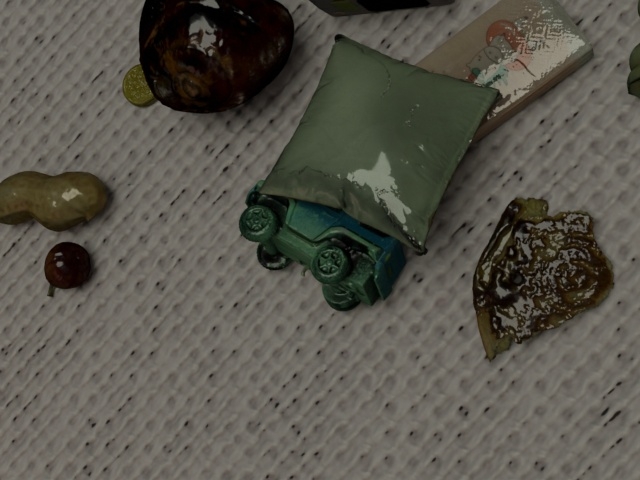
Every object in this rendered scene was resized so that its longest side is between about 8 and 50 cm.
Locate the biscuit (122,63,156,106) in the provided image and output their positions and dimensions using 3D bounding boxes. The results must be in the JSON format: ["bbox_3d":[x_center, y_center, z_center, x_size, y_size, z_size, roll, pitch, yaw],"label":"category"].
[{"bbox_3d":[-0.339,-0.296,2.048,0.084,0.023,0.083,-4,79,20],"label":"biscuit"}]

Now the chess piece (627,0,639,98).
[{"bbox_3d":[0.547,-0.348,1.671,0.133,0.133,0.243,0,76,21],"label":"chess piece"}]

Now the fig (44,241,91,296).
[{"bbox_3d":[-0.489,0.059,2.023,0.125,0.089,0.088,-36,69,36],"label":"fig"}]

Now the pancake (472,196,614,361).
[{"bbox_3d":[0.331,0.045,1.718,0.257,0.056,0.212,-31,78,6],"label":"pancake"}]

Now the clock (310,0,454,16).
[{"bbox_3d":[0.109,-0.559,1.851,0.235,0.166,0.309,-1,88,21],"label":"clock"}]

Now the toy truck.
[{"bbox_3d":[0.000,0.000,1.802,0.279,0.155,0.156,31,75,23],"label":"toy truck"}]

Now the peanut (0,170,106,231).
[{"bbox_3d":[-0.525,-0.079,2.040,0.263,0.101,0.117,4,63,22],"label":"peanut"}]

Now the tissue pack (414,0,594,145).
[{"bbox_3d":[0.271,-0.276,1.786,0.325,0.071,0.170,-36,72,12],"label":"tissue pack"}]

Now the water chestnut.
[{"bbox_3d":[-0.184,-0.354,1.891,0.289,0.244,0.289,2,92,48],"label":"water chestnut"}]

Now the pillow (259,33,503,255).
[{"bbox_3d":[0.094,-0.162,1.726,0.312,0.119,0.310,22,80,21],"label":"pillow"}]
